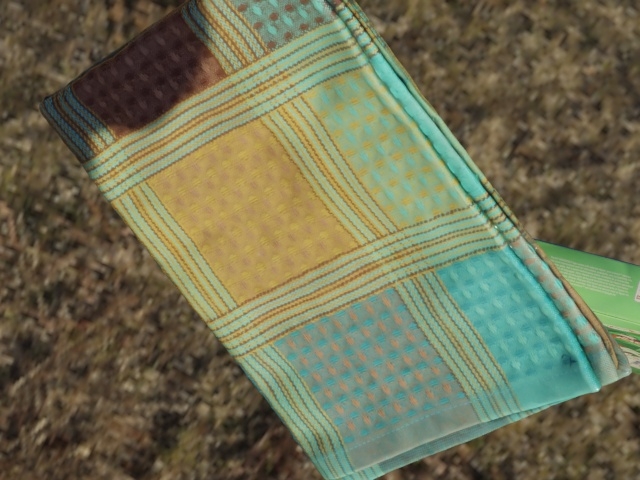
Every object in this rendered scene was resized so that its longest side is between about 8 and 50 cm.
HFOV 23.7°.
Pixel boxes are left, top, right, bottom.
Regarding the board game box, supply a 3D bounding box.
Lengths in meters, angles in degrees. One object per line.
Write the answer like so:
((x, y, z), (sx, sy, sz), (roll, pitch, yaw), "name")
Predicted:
((0.149, 0.038, 1.235), (0.317, 0.213, 0.046), (15, 78, 16), "board game box")

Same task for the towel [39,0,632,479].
((0.000, 0.000, 1.042), (0.370, 0.271, 0.040), (52, 38, -14), "towel")
